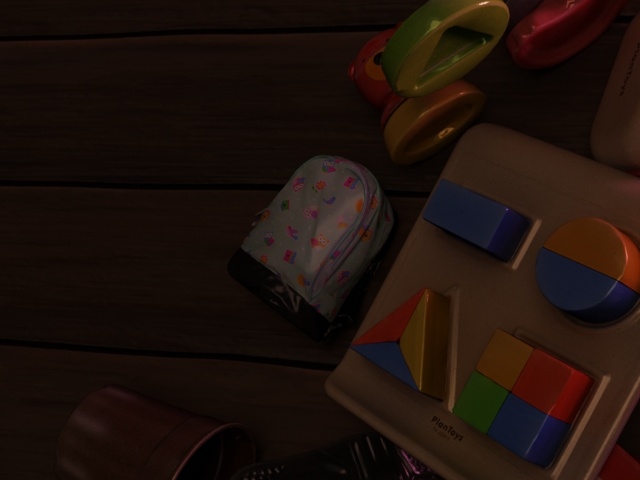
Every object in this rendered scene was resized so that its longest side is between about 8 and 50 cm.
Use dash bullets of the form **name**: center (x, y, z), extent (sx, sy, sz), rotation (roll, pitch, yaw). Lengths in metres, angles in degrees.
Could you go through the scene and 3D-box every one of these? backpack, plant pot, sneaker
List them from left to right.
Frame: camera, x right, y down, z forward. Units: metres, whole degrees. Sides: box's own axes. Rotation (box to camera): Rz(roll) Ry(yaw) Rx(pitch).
- **plant pot**: center (-0.182, 0.241, 1.182), extent (0.165, 0.167, 0.167), rotation (20, 83, 28)
- **backpack**: center (0.000, 0.000, 1.203), extent (0.152, 0.115, 0.182), rotation (37, 86, 24)
- **sneaker**: center (0.009, 0.264, 1.158), extent (0.227, 0.130, 0.087), rotation (-10, 66, -15)

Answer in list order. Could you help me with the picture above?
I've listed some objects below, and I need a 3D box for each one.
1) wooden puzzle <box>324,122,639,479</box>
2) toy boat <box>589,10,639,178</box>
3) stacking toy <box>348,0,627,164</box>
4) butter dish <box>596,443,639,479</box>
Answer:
- **wooden puzzle**: center (0.178, 0.061, 1.088), extent (0.322, 0.080, 0.348), rotation (29, 87, 44)
- **toy boat**: center (0.384, -0.155, 1.130), extent (0.151, 0.151, 0.231), rotation (22, 83, -10)
- **stacking toy**: center (0.156, -0.241, 1.132), extent (0.309, 0.279, 0.130), rotation (-34, 71, 2)
- **butter dish**: center (0.300, 0.272, 1.046), extent (0.160, 0.118, 0.160), rotation (43, 124, 38)
